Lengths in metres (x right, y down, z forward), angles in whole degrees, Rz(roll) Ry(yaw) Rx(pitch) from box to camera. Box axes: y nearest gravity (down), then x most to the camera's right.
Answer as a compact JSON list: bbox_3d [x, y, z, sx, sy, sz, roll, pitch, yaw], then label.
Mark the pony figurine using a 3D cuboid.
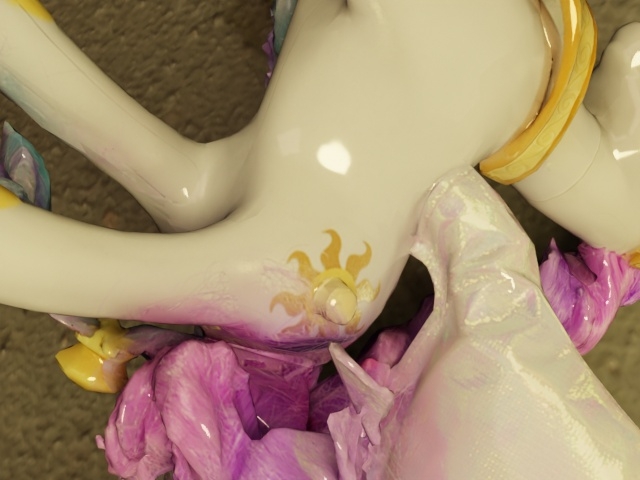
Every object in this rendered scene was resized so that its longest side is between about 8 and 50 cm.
[{"bbox_3d":[0.000,0.000,0.442,0.351,0.363,0.303,-56,35,1],"label":"pony figurine"}]
